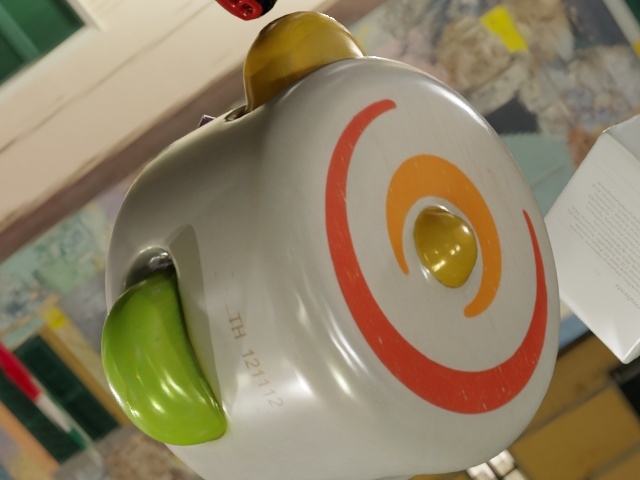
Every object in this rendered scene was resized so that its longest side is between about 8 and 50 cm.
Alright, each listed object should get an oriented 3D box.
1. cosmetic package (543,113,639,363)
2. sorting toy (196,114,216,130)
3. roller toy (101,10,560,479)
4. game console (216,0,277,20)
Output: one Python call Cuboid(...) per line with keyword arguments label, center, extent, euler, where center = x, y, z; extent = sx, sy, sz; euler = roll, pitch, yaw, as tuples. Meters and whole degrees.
Cuboid(label="cosmetic package", center=(0.317, -0.014, 1.262), extent=(0.151, 0.151, 0.184), euler=(-26, 155, -41))
Cuboid(label="sorting toy", center=(0.000, 0.000, 1.005), extent=(0.365, 0.126, 0.127), euler=(52, 56, -73))
Cuboid(label="roller toy", center=(0.013, 0.018, 0.622), extent=(0.146, 0.191, 0.209), euler=(-22, -138, 42))
Cuboid(label="game console", center=(-0.104, -0.403, 1.115), extent=(0.060, 0.342, 0.387), euler=(-23, -151, 39))
